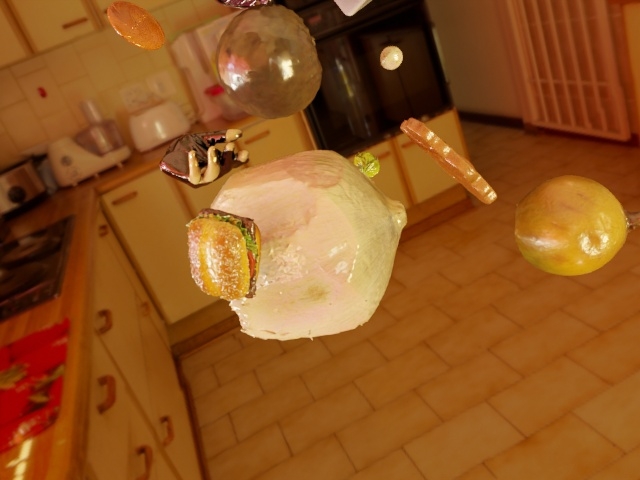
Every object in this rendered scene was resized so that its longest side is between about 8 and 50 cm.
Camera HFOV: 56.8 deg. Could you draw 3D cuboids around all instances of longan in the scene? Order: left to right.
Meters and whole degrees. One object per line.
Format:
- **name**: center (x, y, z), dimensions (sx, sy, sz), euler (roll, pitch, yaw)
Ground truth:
- **longan**: center (-0.174, -0.616, 2.059), dimensions (0.391, 0.391, 0.391), euler (-18, 22, 8)

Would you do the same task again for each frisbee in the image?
- **frisbee**: center (-0.576, -0.687, 1.872), dimensions (0.035, 0.192, 0.192), euler (-37, 10, 36)

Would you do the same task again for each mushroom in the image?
- **mushroom**: center (0.255, -0.663, 2.150), dimensions (0.083, 0.083, 0.067), euler (-26, 35, -10)

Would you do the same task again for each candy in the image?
- **candy**: center (0.087, -0.174, 1.692), dimensions (0.077, 0.073, 0.262), euler (22, 46, 26)

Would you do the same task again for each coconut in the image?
- **coconut**: center (0.000, 0.000, 1.233), dimensions (0.405, 0.404, 0.404), euler (-18, 22, 8)

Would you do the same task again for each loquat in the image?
- **loquat**: center (0.531, -0.030, 1.216), dimensions (0.246, 0.213, 0.213), euler (-5, 27, 28)

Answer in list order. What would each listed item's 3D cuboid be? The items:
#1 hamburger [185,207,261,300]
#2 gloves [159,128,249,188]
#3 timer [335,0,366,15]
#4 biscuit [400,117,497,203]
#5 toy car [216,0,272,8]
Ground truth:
- **hamburger**: center (-0.172, 0.030, 1.015), dimensions (0.137, 0.166, 0.087), euler (13, 29, 22)
- **gloves**: center (-0.332, -0.253, 1.768), dimensions (0.301, 0.152, 0.197), euler (-2, 56, 44)
- **timer**: center (0.113, -0.737, 1.521), dimensions (0.195, 0.192, 0.194), euler (-44, 11, -23)
- **biscuit**: center (0.362, -0.226, 1.653), dimensions (0.047, 0.334, 0.202), euler (-48, 2, 6)
- **toy car**: center (-0.279, -1.057, 2.261), dimensions (0.271, 0.240, 0.341), euler (-3, -8, -41)
